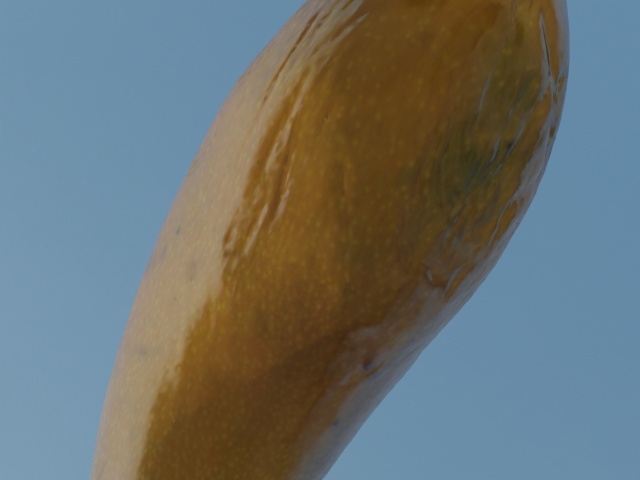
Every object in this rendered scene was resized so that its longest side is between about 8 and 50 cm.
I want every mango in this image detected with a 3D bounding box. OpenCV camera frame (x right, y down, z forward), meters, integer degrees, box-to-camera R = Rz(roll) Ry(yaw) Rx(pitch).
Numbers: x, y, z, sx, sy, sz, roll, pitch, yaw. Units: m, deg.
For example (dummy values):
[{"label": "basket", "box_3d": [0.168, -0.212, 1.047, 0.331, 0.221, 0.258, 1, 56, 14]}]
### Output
[{"label": "mango", "box_3d": [-0.002, 0.001, 0.679, 0.144, 0.187, 0.359, 30, -80, -13]}]
